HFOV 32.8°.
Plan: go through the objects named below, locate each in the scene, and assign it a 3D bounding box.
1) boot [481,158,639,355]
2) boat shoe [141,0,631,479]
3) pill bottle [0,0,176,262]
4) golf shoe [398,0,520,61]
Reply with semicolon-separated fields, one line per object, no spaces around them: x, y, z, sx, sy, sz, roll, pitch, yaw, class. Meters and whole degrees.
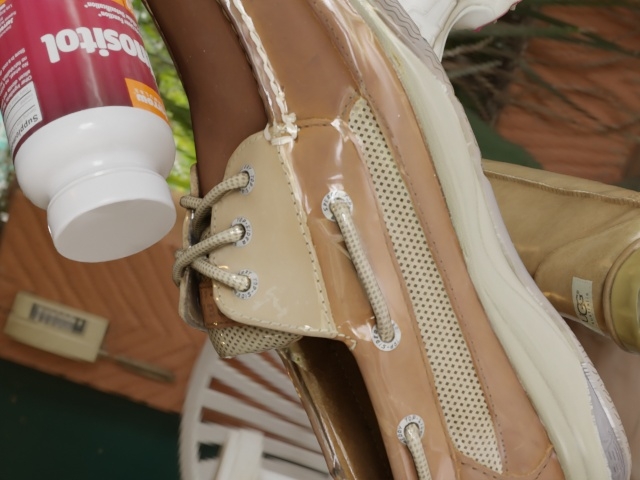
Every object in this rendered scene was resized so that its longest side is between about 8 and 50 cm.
0.175;-0.022;0.694;0.269;0.236;0.089;18;123;58;boot
0.000;0.000;0.433;0.116;0.324;0.123;-32;1;-19;boat shoe
-0.128;-0.069;0.589;0.086;0.086;0.152;113;141;-59;pill bottle
0.053;-0.187;0.783;0.306;0.115;0.140;-48;-38;-34;golf shoe
